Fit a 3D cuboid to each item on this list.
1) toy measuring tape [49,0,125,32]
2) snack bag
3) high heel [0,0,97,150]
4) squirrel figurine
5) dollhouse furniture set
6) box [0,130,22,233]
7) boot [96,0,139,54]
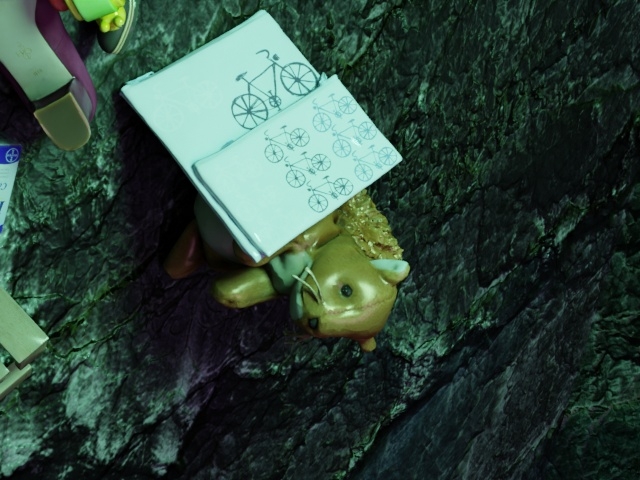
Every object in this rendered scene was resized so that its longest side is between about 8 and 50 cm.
[{"bbox_3d":[-0.310,-0.374,1.683,0.121,0.121,0.330,-45,143,-19],"label":"toy measuring tape"},{"bbox_3d":[-0.085,-0.176,2.088,0.323,0.342,0.037,-35,173,-32],"label":"snack bag"},{"bbox_3d":[-0.410,-0.302,1.822,0.127,0.181,0.377,-20,117,-3],"label":"high heel"},{"bbox_3d":[0.000,0.000,2.216,0.397,0.370,0.281,-22,140,-49],"label":"squirrel figurine"},{"bbox_3d":[-0.505,0.167,2.049,0.144,0.123,0.151,-41,175,-23],"label":"dollhouse furniture set"},{"bbox_3d":[-0.488,-0.079,1.861,0.126,0.072,0.137,-3,117,-48],"label":"box"},{"bbox_3d":[-0.322,-0.356,1.876,0.137,0.077,0.198,-6,105,-43],"label":"boot"}]
